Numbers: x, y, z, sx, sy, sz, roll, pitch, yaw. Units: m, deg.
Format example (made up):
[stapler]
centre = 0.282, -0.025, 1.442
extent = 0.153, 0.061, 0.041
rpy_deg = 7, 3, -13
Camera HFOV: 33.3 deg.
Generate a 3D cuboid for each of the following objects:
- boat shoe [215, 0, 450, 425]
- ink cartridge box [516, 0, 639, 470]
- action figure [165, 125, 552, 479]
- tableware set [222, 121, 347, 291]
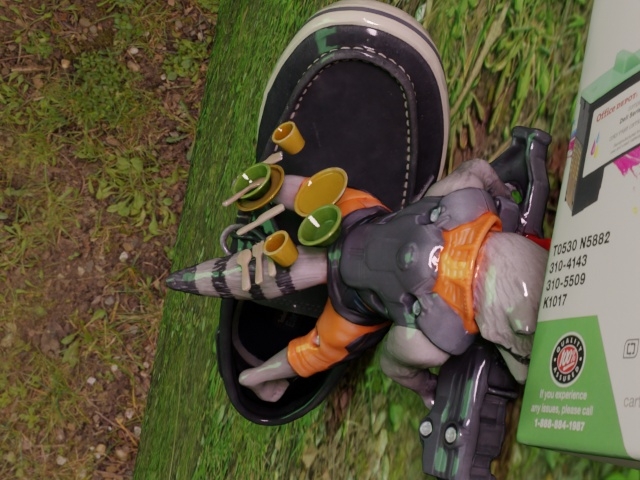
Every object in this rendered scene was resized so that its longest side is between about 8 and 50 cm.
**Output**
[boat shoe]
centre = 0.000, 0.000, 1.047
extent = 0.156, 0.186, 0.500
rpy_deg = -77, 5, -49
[ink cartridge box]
centre = 0.206, -0.028, 0.488
extent = 0.201, 0.117, 0.278
rpy_deg = 158, 126, -71
[action figure]
centre = 0.045, 0.070, 0.800
extent = 0.330, 0.178, 0.341
rpy_deg = -6, 73, 46
[tableware set]
centre = -0.028, -0.036, 0.819
extent = 0.104, 0.024, 0.154
rpy_deg = -28, 37, 18
